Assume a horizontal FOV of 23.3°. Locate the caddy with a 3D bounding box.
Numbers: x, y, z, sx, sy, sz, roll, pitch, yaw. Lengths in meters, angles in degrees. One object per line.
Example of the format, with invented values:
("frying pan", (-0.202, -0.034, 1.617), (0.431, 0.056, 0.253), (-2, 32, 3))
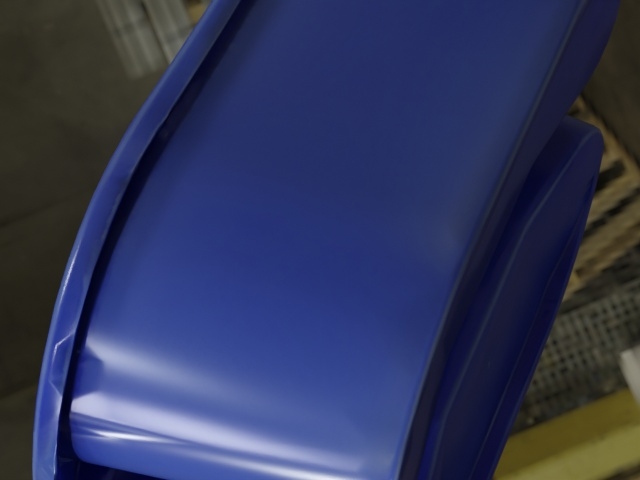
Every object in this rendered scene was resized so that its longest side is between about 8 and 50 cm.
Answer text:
("caddy", (0.000, 0.000, 0.655), (0.241, 0.179, 0.341), (85, -153, -52))
